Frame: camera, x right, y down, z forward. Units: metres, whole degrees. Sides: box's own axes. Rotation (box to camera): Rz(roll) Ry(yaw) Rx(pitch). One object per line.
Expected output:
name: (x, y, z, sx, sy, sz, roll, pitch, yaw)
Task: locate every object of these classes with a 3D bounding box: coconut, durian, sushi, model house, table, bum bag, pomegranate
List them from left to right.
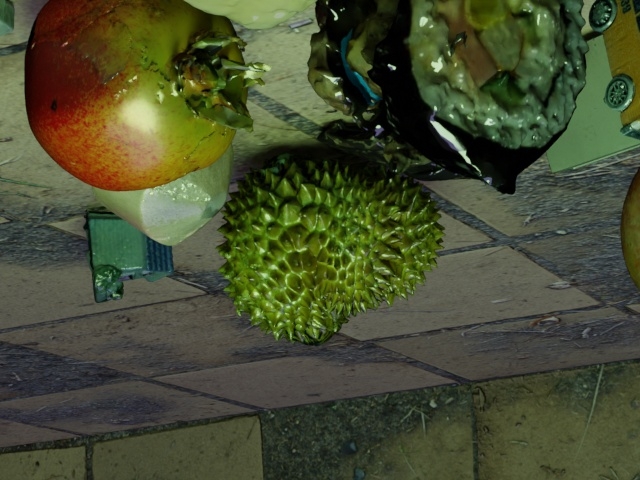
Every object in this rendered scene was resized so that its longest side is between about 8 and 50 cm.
model house: (-0.245, 0.017, 2.290, 0.148, 0.119, 0.148, -9, 165, -7)
pomegranate: (-0.159, -0.144, 1.526, 0.235, 0.210, 0.210, 7, 174, 41)
coconut: (-0.170, -0.072, 1.877, 0.152, 0.147, 0.147, 29, -176, 34)
durian: (-0.003, -0.003, 2.021, 0.291, 0.225, 0.291, -27, -171, 5)
bum bag: (0.122, -0.104, 1.977, 0.248, 0.069, 0.102, 4, -159, -26)
sushi: (0.105, -0.162, 1.516, 0.218, 0.225, 0.238, 5, 153, 47)
table: (0.344, -0.163, 1.735, 0.111, 0.122, 0.240, -12, 175, -44)

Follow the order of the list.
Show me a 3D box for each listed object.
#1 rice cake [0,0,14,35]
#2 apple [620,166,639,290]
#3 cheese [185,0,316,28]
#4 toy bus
rice cake: (-0.325, -0.230, 1.527, 0.029, 0.033, 0.171, -11, 162, 15)
apple: (0.520, -0.021, 1.975, 0.309, 0.278, 0.250, -4, 180, 41)
cheese: (-0.020, -0.259, 1.369, 0.263, 0.093, 0.159, -17, 163, 38)
toy bus: (0.313, -0.187, 1.527, 0.091, 0.182, 0.103, 10, 151, -37)
